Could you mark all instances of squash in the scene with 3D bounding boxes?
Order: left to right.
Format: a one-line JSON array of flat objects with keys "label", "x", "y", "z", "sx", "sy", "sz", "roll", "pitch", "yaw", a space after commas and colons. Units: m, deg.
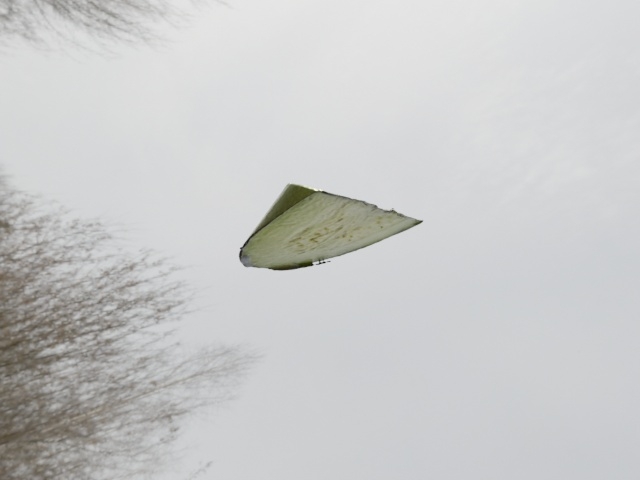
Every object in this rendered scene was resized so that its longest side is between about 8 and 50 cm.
[{"label": "squash", "x": 0.000, "y": 0.000, "z": 0.780, "sx": 0.204, "sy": 0.237, "sz": 0.154, "roll": 18, "pitch": -88, "yaw": 46}]
